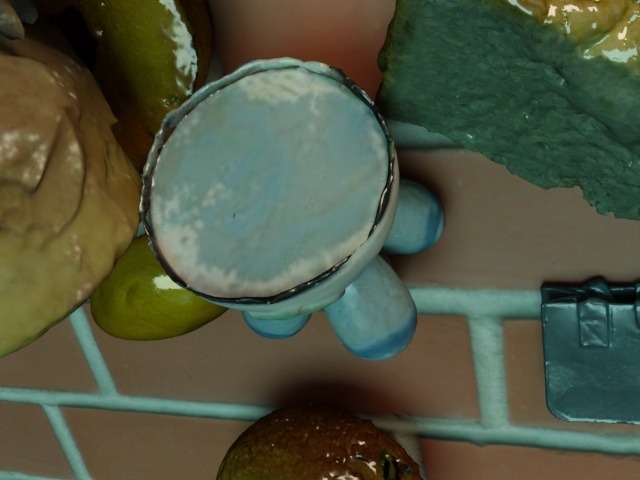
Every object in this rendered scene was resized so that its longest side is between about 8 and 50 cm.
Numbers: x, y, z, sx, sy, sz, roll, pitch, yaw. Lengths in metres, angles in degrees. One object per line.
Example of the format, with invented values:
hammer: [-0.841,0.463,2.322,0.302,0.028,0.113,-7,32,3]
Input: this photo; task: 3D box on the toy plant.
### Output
toy plant: [0.000,0.000,0.827,0.247,0.247,0.332,0,160,19]

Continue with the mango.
mango: [-0.200,0.057,1.012,0.227,0.109,0.147,-22,136,29]

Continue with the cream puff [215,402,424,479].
cream puff: [0.009,0.332,1.056,0.303,0.212,0.303,16,127,22]

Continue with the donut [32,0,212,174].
donut: [-0.242,-0.207,0.856,0.303,0.110,0.302,10,124,16]

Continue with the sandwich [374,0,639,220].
sandwich: [0.210,-0.135,0.651,0.325,0.131,0.262,23,165,3]

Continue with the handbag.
handbag: [0.355,0.117,0.883,0.229,0.062,0.179,0,121,19]

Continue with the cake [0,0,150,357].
cake: [-0.350,-0.083,0.689,0.332,0.332,0.321,-8,127,24]
